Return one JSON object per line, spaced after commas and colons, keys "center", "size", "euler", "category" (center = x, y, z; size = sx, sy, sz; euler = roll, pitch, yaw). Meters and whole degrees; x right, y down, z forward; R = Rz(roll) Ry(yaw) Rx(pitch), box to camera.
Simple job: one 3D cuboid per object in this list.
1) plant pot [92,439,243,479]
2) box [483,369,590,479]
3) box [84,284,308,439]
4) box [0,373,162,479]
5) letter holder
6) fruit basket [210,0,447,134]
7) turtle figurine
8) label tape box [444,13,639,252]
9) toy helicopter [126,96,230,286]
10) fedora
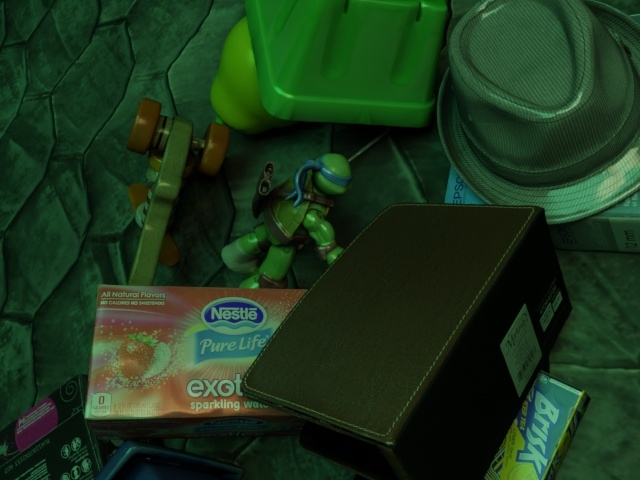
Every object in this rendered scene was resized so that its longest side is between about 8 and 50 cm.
{"center": [-0.173, 0.375, 0.744], "size": [0.236, 0.236, 0.212], "euler": [-53, 47, 0], "category": "plant pot"}
{"center": [0.221, 0.225, 0.683], "size": [0.059, 0.054, 0.169], "euler": [23, 81, 35], "category": "box"}
{"center": [-0.108, 0.145, 0.762], "size": [0.299, 0.142, 0.154], "euler": [3, 64, -11], "category": "box"}
{"center": [-0.360, 0.330, 0.919], "size": [0.247, 0.142, 0.163], "euler": [-36, 57, 13], "category": "box"}
{"center": [0.093, 0.110, 0.681], "size": [0.214, 0.152, 0.302], "euler": [6, 45, 44], "category": "letter holder"}
{"center": [-0.009, -0.291, 0.958], "size": [0.282, 0.392, 0.392], "euler": [0, 61, -17], "category": "fruit basket"}
{"center": [0.000, 0.000, 0.880], "size": [0.266, 0.274, 0.198], "euler": [-42, 76, 32], "category": "turtle figurine"}
{"center": [0.337, -0.120, 0.733], "size": [0.347, 0.115, 0.249], "euler": [2, 70, 34], "category": "label tape box"}
{"center": [-0.262, -0.025, 1.002], "size": [0.235, 0.140, 0.355], "euler": [143, 139, -59], "category": "toy helicopter"}
{"center": [0.227, -0.167, 0.673], "size": [0.243, 0.124, 0.275], "euler": [-26, 58, 20], "category": "fedora"}
